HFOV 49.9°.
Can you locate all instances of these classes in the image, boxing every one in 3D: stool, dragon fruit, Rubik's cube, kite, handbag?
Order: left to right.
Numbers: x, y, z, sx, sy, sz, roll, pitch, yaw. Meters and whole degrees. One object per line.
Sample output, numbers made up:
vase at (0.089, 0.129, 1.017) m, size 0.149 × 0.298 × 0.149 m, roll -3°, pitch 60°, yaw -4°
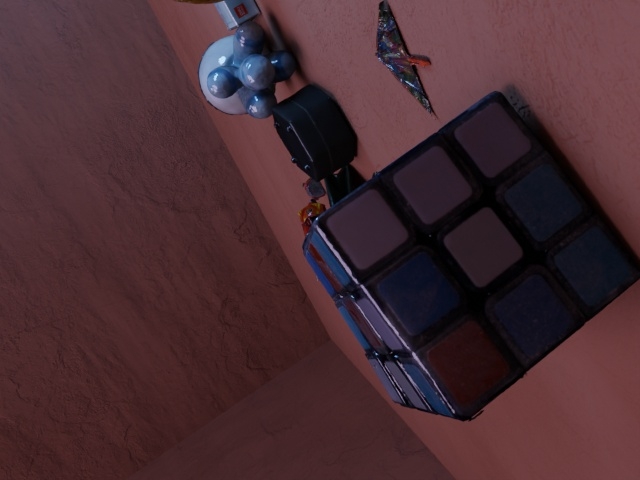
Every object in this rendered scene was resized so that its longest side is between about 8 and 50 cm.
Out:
dragon fruit at (-0.027, -0.179, 2.355) m, size 0.083 × 0.056 × 0.060 m, roll 59°, pitch 169°, yaw -17°
stool at (-0.020, -0.276, 1.787) m, size 0.232 × 0.141 × 0.232 m, roll 54°, pitch 169°, yaw 16°
handbag at (0.080, -0.043, 1.981) m, size 0.327 × 0.089 × 0.239 m, roll 76°, pitch -178°, yaw -54°
kite at (0.148, -0.322, 1.239) m, size 0.232 × 0.009 × 0.189 m, roll 61°, pitch 168°, yaw -26°
Rubik's cube at (0.206, 0.036, 1.092) m, size 0.363 × 0.362 × 0.359 m, roll 58°, pitch 172°, yaw 4°

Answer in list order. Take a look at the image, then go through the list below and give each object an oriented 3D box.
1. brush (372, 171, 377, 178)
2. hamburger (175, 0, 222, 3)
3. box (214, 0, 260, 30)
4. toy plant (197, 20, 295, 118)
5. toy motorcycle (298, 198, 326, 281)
brush at (0.185, -0.088, 1.744) m, size 0.193 × 0.016 × 0.063 m, roll 55°, pitch 171°, yaw 14°
hamburger at (-0.300, -0.678, 1.624) m, size 0.146 × 0.243 × 0.286 m, roll 44°, pitch 179°, yaw 44°
box at (-0.268, -0.702, 1.845) m, size 0.270 × 0.079 × 0.135 m, roll 61°, pitch 170°, yaw -19°
toy plant at (-0.193, -0.447, 1.833) m, size 0.247 × 0.247 × 0.332 m, roll 60°, pitch 169°, yaw -17°
toy motorcycle at (0.002, 0.000, 2.055) m, size 0.171 × 0.089 × 0.298 m, roll 69°, pitch -175°, yaw -71°
